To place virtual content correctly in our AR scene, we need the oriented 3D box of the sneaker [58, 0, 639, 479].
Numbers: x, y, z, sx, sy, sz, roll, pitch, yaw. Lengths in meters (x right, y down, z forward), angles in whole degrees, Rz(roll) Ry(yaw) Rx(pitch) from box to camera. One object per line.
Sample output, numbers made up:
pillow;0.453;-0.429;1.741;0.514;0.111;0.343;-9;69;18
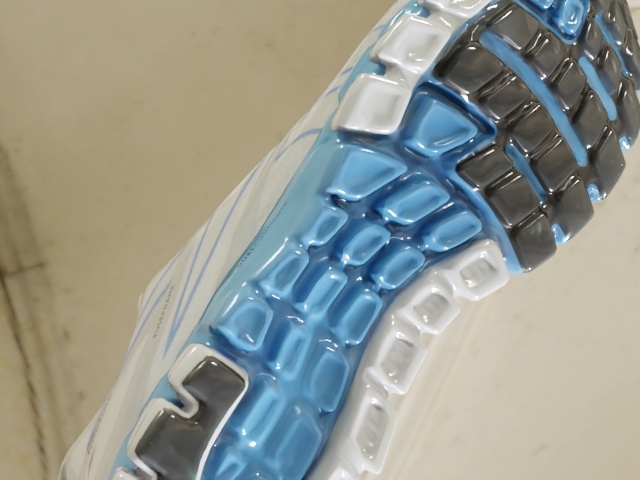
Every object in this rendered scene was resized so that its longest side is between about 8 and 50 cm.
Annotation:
sneaker;0.000;0.000;0.396;0.071;0.083;0.190;46;-106;-24
